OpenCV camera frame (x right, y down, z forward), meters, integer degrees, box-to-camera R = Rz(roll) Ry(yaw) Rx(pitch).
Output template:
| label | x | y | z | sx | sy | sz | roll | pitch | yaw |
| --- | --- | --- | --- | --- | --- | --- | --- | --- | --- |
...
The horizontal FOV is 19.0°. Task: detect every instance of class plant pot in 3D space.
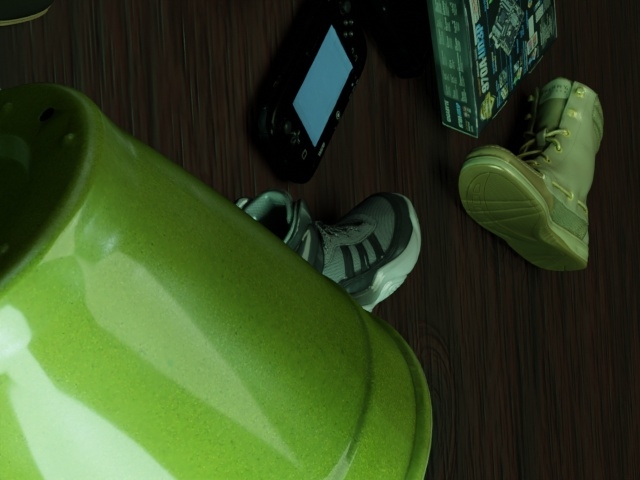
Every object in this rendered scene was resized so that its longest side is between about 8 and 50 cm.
| label | x | y | z | sx | sy | sz | roll | pitch | yaw |
| --- | --- | --- | --- | --- | --- | --- | --- | --- | --- |
| plant pot | -0.161 | 0.085 | 1.380 | 0.353 | 0.366 | 0.366 | 52 | 48 | -37 |

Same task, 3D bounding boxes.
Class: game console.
| label | x | y | z | sx | sy | sz | roll | pitch | yaw |
| --- | --- | --- | --- | --- | --- | --- | --- | --- | --- |
| game console | 0.031 | -0.205 | 1.938 | 0.213 | 0.044 | 0.361 | 54 | 48 | -37 |

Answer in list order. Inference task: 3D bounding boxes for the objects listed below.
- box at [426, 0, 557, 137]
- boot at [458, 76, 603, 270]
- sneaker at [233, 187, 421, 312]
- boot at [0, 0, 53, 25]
| label | x | y | z | sx | sy | sz | roll | pitch | yaw |
| --- | --- | --- | --- | --- | --- | --- | --- | --- | --- |
| box | 0.187 | -0.246 | 2.057 | 0.175 | 0.051 | 0.220 | -51 | 150 | -27 |
| boot | 0.248 | -0.102 | 2.185 | 0.262 | 0.095 | 0.203 | 37 | 59 | -48 |
| sneaker | 0.000 | 0.000 | 1.801 | 0.268 | 0.101 | 0.153 | -50 | 128 | -41 |
| boot | -0.244 | -0.216 | 1.478 | 0.198 | 0.137 | 0.077 | 9 | 81 | -54 |
